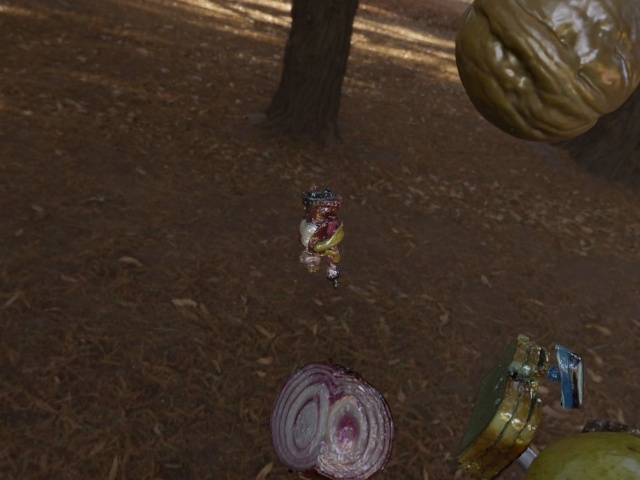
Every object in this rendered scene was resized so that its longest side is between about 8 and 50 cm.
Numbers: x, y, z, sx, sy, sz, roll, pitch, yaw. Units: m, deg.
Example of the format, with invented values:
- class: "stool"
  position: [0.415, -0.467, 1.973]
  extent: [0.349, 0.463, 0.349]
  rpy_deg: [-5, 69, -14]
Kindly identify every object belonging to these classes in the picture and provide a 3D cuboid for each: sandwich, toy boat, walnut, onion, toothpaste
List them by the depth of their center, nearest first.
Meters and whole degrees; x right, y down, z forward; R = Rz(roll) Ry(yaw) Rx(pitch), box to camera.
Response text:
- class: "walnut"
  position: [0.402, -0.346, 0.833]
  extent: [0.333, 0.332, 0.332]
  rpy_deg: [10, 33, -7]
- class: "toy boat"
  position: [0.472, 0.263, 0.902]
  extent: [0.061, 0.137, 0.060]
  rpy_deg: [9, 32, 44]
- class: "onion"
  position: [0.021, 0.372, 0.932]
  extent: [0.207, 0.206, 0.216]
  rpy_deg: [35, 60, -26]
- class: "sandwich"
  position: [0.422, 0.373, 1.059]
  extent: [0.095, 0.248, 0.273]
  rpy_deg: [28, 42, 14]
- class: "toothpaste"
  position: [0.548, 0.580, 1.233]
  extent: [0.323, 0.066, 0.100]
  rpy_deg: [47, -4, 10]

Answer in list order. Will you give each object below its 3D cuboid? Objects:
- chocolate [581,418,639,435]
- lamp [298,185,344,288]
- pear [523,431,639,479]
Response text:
- class: "chocolate"
  position: [0.647, 0.520, 1.077]
  extent: [0.214, 0.148, 0.093]
  rpy_deg: [-43, 98, -25]
- class: "lamp"
  position: [0.000, 0.000, 1.153]
  extent: [0.119, 0.253, 0.118]
  rpy_deg: [3, 20, -1]
- class: "pear"
  position: [0.239, 0.243, 0.334]
  extent: [0.198, 0.197, 0.197]
  rpy_deg: [10, 33, -7]
